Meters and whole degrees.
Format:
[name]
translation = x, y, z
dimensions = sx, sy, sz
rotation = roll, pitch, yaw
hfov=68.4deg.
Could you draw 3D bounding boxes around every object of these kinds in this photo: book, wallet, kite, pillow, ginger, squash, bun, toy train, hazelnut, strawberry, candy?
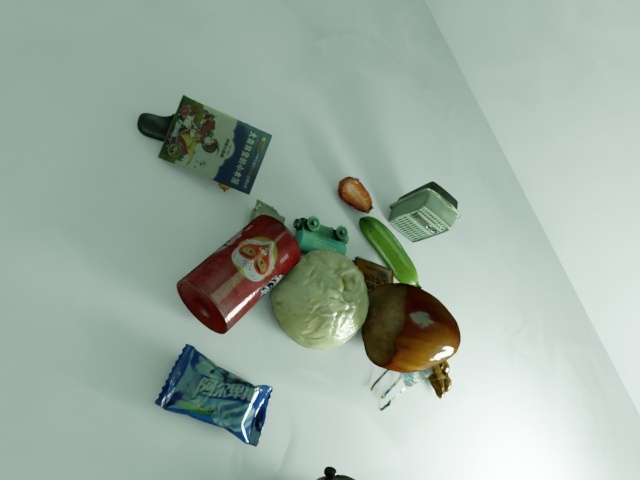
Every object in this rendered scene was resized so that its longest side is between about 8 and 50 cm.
[book]
translation = -0.348, -0.317, 1.577
dimensions = 0.322, 0.018, 0.228
rotation = 21, 87, -14
[wallet]
translation = 0.214, 0.160, 1.884
dimensions = 0.195, 0.042, 0.161
rotation = 19, 54, -19
[kite]
translation = 0.298, 0.499, 1.780
dimensions = 0.310, 0.015, 0.169
rotation = -26, 85, -36
[pillow]
translation = -0.196, -0.035, 1.647
dimensions = 0.134, 0.078, 0.181
rotation = 29, 53, -24
[ginger]
translation = 0.479, 0.547, 1.898
dimensions = 0.103, 0.073, 0.162
rotation = -10, 80, -28
[squash]
translation = 0.300, 0.051, 1.993
dimensions = 0.395, 0.107, 0.107
rotation = 53, 45, -3
[bun]
translation = 0.015, 0.186, 1.598
dimensions = 0.352, 0.227, 0.349
rotation = 23, 56, -27
[toy train]
translation = 0.000, 0.000, 1.789
dimensions = 0.248, 0.101, 0.159
rotation = 19, 72, -31
[hazelnut]
translation = 0.312, 0.313, 1.695
dimensions = 0.365, 0.366, 0.366
rotation = 19, 56, -31
[strawberry]
translation = 0.142, -0.187, 2.018
dimensions = 0.188, 0.082, 0.121
rotation = 48, 65, -21
[candy]
translation = -0.282, 0.435, 1.323
dimensions = 0.331, 0.077, 0.187
rotation = 35, 51, -23

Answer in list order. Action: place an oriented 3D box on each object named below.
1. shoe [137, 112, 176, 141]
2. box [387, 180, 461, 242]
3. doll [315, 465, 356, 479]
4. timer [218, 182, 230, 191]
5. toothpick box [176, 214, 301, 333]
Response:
[shoe]
translation = -0.485, -0.383, 1.587
dimensions = 0.241, 0.093, 0.108
rotation = 8, 61, -35
[box]
translation = 0.457, -0.124, 2.092
dimensions = 0.220, 0.290, 0.166
rotation = 36, 61, -19
[doll]
translation = -0.002, 0.826, 1.287
dimensions = 0.382, 0.252, 0.379
rotation = 12, 92, -32
[timer]
translation = -0.312, -0.243, 1.655
dimensions = 0.132, 0.132, 0.152
rotation = 28, 75, -25
[toothpick box]
translation = -0.238, 0.095, 1.418
dimensions = 0.204, 0.204, 0.333
rotation = 51, 55, -6
